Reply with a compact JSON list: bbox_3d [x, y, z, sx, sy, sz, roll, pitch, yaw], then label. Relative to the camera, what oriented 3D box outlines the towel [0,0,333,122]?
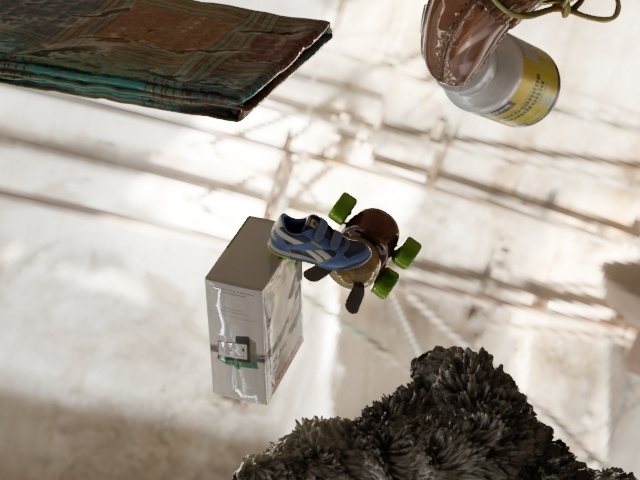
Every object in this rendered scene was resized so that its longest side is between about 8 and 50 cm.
[{"bbox_3d":[-0.201,-0.197,1.395,0.370,0.040,0.271,10,-153,15],"label":"towel"}]

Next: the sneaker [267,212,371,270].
[{"bbox_3d":[0.000,0.000,1.989,0.144,0.059,0.053,11,-146,1],"label":"sneaker"}]

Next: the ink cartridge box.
[{"bbox_3d":[-0.091,0.102,2.082,0.092,0.219,0.160,12,-140,17],"label":"ink cartridge box"}]

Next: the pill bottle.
[{"bbox_3d":[0.203,-0.194,1.700,0.103,0.103,0.184,29,-169,30],"label":"pill bottle"}]

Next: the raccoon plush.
[{"bbox_3d":[0.106,0.260,1.516,0.299,0.216,0.446,-24,-170,-26],"label":"raccoon plush"}]

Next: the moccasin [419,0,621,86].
[{"bbox_3d":[0.234,-0.283,1.379,0.147,0.380,0.139,52,-152,17],"label":"moccasin"}]

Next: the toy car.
[{"bbox_3d":[0.046,0.043,2.277,0.155,0.149,0.188,34,-142,1],"label":"toy car"}]
